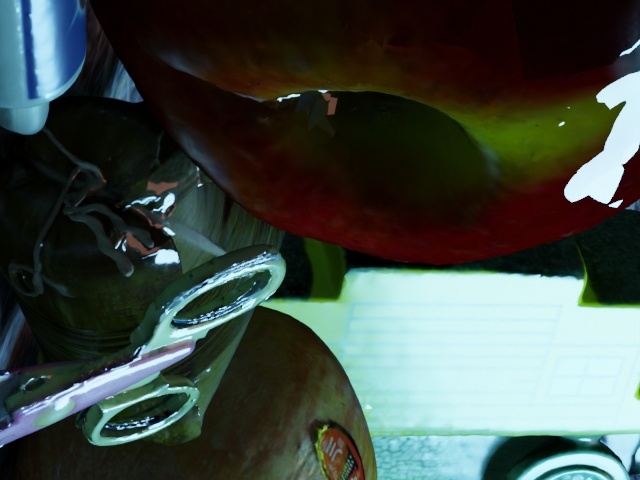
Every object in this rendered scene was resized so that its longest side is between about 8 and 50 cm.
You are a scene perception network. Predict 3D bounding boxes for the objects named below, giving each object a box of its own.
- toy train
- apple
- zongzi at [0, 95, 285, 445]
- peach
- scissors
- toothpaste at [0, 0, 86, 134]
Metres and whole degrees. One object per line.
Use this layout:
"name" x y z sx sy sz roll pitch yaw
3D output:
"toy train" 0.064 0.084 1.206 0.179 0.442 0.272 -112 -151 -53
"apple" -0.071 0.133 0.965 0.211 0.211 0.188 106 7 -45
"zongzi" -0.065 -0.053 0.775 0.248 0.111 0.241 87 24 -65
"peach" 0.060 -0.164 0.656 0.281 0.281 0.338 104 1 -59
"scissors" -0.103 0.058 0.646 0.187 0.020 0.133 -16 152 -39
"toothpaste" -0.096 -0.120 0.504 0.069 0.047 0.268 -53 164 -31
